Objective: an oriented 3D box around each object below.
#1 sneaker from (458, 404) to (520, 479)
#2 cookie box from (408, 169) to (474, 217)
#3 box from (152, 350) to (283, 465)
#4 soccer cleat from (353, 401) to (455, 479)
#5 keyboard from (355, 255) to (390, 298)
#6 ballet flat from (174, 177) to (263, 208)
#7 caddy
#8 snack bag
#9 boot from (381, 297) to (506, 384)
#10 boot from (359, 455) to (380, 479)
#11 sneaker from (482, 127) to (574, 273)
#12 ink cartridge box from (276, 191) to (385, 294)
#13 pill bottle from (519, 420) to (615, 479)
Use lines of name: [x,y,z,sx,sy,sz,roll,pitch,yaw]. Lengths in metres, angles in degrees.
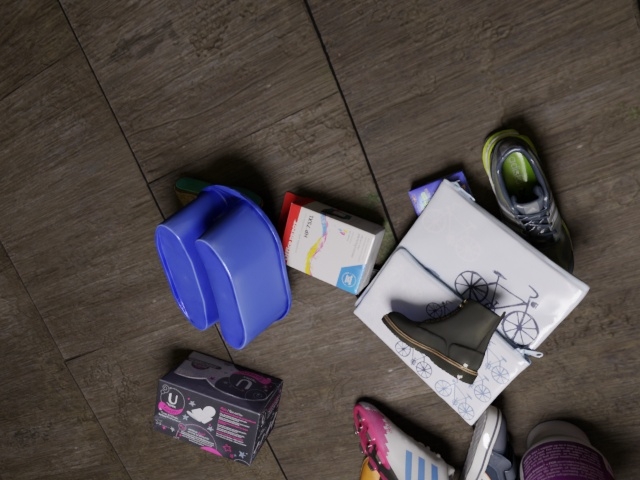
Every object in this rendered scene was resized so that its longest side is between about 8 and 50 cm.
sneaker: [0.368,0.484,1.046,0.128,0.126,0.320,13,120,17]
cookie box: [0.237,-0.074,0.959,0.107,0.040,0.091,-20,99,22]
box: [-0.236,0.382,1.172,0.248,0.163,0.142,16,106,11]
soccer cleat: [0.193,0.477,1.064,0.331,0.143,0.115,54,152,40]
keyboard: [0.164,0.085,1.041,0.180,0.023,0.108,7,114,14]
ballet flat: [-0.219,-0.085,1.089,0.206,0.073,0.067,17,137,14]
caddy: [-0.185,0.052,1.030,0.242,0.179,0.341,19,132,33]
snack bag: [0.254,0.110,0.912,0.323,0.037,0.342,44,117,24]
boot: [0.218,0.143,0.889,0.198,0.077,0.136,30,95,35]
boot: [0.125,0.661,1.122,0.104,0.211,0.294,1,106,16]
sneaker: [0.367,-0.049,0.884,0.111,0.121,0.299,-24,98,22]
ink cartridge box: [0.000,0.000,1.021,0.231,0.078,0.134,22,111,18]
pill bottle: [0.460,0.473,0.916,0.170,0.301,0.169,5,108,16]
